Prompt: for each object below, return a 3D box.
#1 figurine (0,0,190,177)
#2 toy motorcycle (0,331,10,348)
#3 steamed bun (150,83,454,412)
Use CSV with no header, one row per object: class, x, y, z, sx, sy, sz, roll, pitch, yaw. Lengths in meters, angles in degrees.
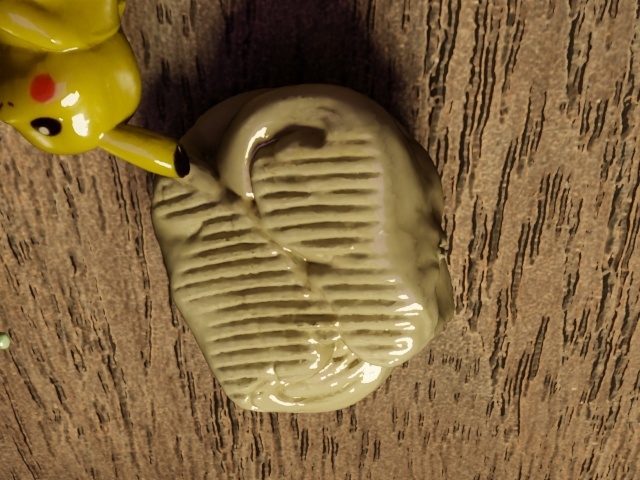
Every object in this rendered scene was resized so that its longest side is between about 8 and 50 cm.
figurine,-0.272,-0.210,1.014,0.169,0.218,0.327,-29,122,-34
toy motorcycle,-0.569,0.160,1.303,0.331,0.196,0.125,-21,126,17
steamed bun,0.000,0.000,1.160,0.342,0.255,0.368,-9,102,27
